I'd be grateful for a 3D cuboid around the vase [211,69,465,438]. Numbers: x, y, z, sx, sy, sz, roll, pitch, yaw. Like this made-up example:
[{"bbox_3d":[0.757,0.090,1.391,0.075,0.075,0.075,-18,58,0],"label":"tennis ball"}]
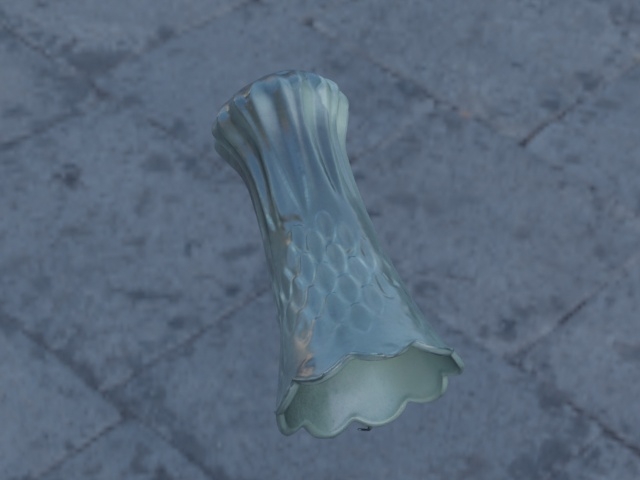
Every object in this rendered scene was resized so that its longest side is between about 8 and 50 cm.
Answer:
[{"bbox_3d":[0.000,0.000,0.620,0.081,0.081,0.149,-10,64,-15],"label":"vase"}]
